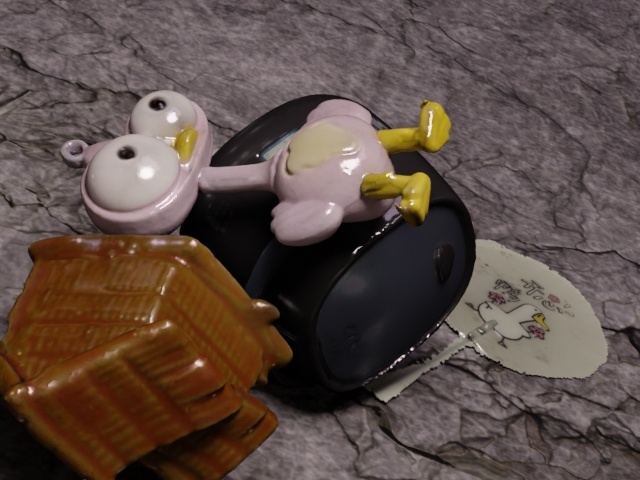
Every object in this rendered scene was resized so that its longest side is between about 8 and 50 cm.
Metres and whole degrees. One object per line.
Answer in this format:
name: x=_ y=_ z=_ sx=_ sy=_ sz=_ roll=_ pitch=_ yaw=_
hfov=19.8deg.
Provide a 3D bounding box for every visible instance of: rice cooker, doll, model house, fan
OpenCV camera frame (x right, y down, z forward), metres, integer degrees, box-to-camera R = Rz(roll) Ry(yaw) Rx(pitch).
rice cooker: x=0.000 y=0.000 z=1.775 sx=0.267 sy=0.267 sz=0.224 roll=-13 pitch=44 yaw=-45
doll: x=-0.068 y=-0.064 z=1.632 sx=0.365 sy=0.094 sz=0.160 roll=5 pitch=55 yaw=20
model house: x=-0.168 y=0.122 z=1.593 sx=0.219 sy=0.199 sz=0.229 roll=-8 pitch=39 yaw=32
fan: x=0.173 y=0.097 z=1.981 sx=0.233 sy=0.012 sz=0.414 roll=36 pitch=33 yaw=19

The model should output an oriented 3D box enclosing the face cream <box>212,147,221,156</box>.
face cream: x=-0.109 y=-0.071 z=2.000 sx=0.182 sy=0.051 sz=0.072 roll=-8 pitch=41 yaw=-42
